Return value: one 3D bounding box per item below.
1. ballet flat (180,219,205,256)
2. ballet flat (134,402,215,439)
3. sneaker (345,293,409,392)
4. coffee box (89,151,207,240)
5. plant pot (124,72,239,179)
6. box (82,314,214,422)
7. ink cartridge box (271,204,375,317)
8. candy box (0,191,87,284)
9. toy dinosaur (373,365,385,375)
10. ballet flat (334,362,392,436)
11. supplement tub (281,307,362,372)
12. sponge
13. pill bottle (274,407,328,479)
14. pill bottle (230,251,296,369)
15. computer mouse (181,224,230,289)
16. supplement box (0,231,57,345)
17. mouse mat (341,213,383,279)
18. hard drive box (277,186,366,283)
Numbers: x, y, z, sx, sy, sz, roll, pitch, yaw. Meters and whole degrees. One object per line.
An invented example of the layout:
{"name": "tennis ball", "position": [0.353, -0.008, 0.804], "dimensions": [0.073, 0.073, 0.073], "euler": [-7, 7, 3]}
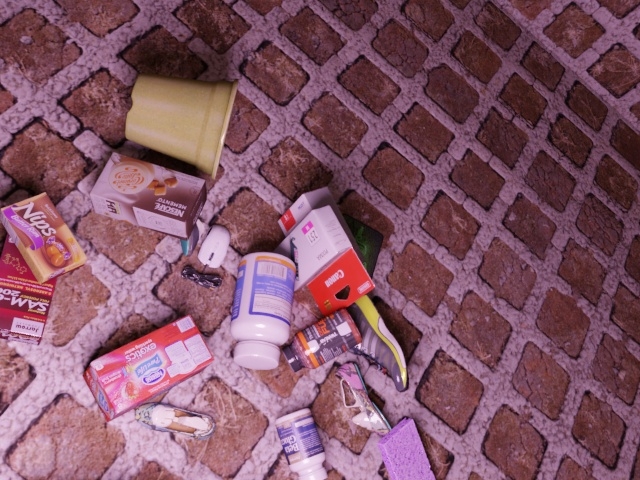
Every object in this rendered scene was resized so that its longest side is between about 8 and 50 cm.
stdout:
{"name": "ballet flat", "position": [-0.340, -0.055, 1.824], "dimensions": [0.074, 0.074, 0.203], "euler": [-5, 67, -30]}
{"name": "ballet flat", "position": [-0.329, 0.410, 1.604], "dimensions": [0.188, 0.070, 0.070], "euler": [17, 60, -20]}
{"name": "sneaker", "position": [0.139, 0.285, 1.870], "dimensions": [0.121, 0.111, 0.300], "euler": [-29, 57, -5]}
{"name": "coffee box", "position": [-0.424, -0.109, 1.741], "dimensions": [0.246, 0.098, 0.141], "euler": [18, 59, 3]}
{"name": "plant pot", "position": [-0.370, -0.324, 1.843], "dimensions": [0.253, 0.276, 0.276], "euler": [14, 60, -8]}
{"name": "box", "position": [-0.391, 0.291, 1.592], "dimensions": [0.256, 0.122, 0.128], "euler": [-26, 80, -35]}
{"name": "ink cartridge box", "position": [-0.001, 0.073, 1.812], "dimensions": [0.060, 0.275, 0.239], "euler": [-21, 77, -35]}
{"name": "candy box", "position": [-0.623, -0.006, 1.569], "dimensions": [0.109, 0.053, 0.187], "euler": [-28, 82, -37]}
{"name": "toy dinosaur", "position": [0.182, 0.325, 1.919], "dimensions": [0.047, 0.090, 0.082], "euler": [31, 86, -30]}
{"name": "ballet flat", "position": [0.104, 0.429, 1.828], "dimensions": [0.079, 0.077, 0.222], "euler": [-25, 75, -16]}
{"name": "supplement tub", "position": [0.002, 0.262, 1.794], "dimensions": [0.197, 0.106, 0.106], "euler": [-29, 81, -5]}
{"name": "sponge", "position": [0.226, 0.578, 1.793], "dimensions": [0.117, 0.031, 0.210], "euler": [-29, 104, -35]}
{"name": "pill bottle", "position": [-0.042, 0.502, 1.692], "dimensions": [0.094, 0.094, 0.170], "euler": [-11, 72, -32]}
{"name": "pill bottle", "position": [-0.147, 0.179, 1.760], "dimensions": [0.152, 0.152, 0.272], "euler": [16, 61, -21]}
{"name": "computer mouse", "position": [-0.284, 0.032, 1.825], "dimensions": [0.106, 0.042, 0.193], "euler": [25, 57, -14]}
{"name": "supplement box", "position": [-0.667, 0.103, 1.569], "dimensions": [0.130, 0.073, 0.240], "euler": [15, 61, -22]}
{"name": "mouse mat", "position": [0.105, 0.023, 2.060], "dimensions": [0.152, 0.007, 0.190], "euler": [28, 57, -14]}
{"name": "hard drive box", "position": [0.000, 0.000, 1.909], "dimensions": [0.089, 0.181, 0.232], "euler": [-20, 76, -33]}
